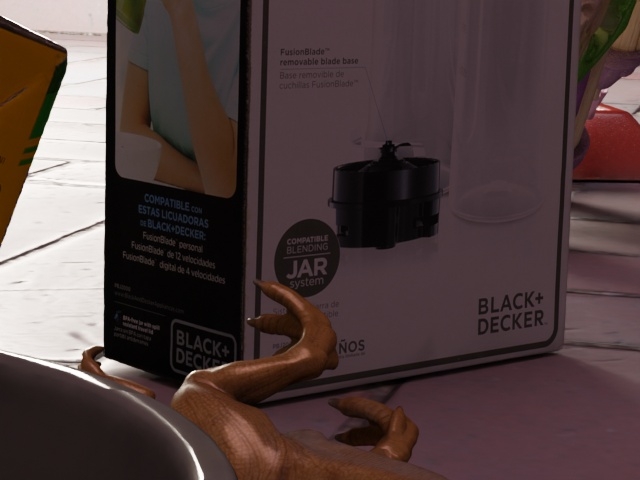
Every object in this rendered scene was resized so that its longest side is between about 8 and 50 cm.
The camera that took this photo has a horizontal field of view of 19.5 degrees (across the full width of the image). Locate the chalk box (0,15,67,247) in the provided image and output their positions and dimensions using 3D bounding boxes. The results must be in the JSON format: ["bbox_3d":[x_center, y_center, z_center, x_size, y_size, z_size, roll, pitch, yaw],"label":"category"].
[{"bbox_3d":[-0.201,-0.039,0.674,0.132,0.132,0.213,21,-2,-27],"label":"chalk box"}]

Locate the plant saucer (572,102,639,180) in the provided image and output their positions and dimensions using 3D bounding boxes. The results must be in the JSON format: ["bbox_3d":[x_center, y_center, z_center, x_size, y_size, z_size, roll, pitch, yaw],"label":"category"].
[{"bbox_3d":[0.097,-0.083,1.353,0.258,0.048,0.259,1,9,-8],"label":"plant saucer"}]

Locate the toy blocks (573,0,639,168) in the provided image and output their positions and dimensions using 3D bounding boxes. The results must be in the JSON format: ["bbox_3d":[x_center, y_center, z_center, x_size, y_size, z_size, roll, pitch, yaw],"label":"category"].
[{"bbox_3d":[0.153,-0.098,1.067,0.309,0.260,0.288,29,48,16],"label":"toy blocks"}]

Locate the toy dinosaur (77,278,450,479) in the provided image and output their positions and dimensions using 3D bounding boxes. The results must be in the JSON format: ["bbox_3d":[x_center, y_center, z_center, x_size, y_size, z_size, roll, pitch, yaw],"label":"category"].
[{"bbox_3d":[-0.013,0.061,0.479,0.211,0.064,0.112,-3,23,35],"label":"toy dinosaur"}]

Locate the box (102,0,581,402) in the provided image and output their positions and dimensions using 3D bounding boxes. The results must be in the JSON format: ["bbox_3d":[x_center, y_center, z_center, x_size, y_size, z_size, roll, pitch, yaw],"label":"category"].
[{"bbox_3d":[0.012,-0.098,0.687,0.169,0.290,0.087,-7,13,-40],"label":"box"}]

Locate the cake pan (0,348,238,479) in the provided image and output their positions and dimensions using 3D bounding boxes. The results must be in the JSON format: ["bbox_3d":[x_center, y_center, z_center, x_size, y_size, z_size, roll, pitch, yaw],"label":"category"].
[{"bbox_3d":[-0.162,0.070,0.360,0.293,0.054,0.293,2,10,0],"label":"cake pan"}]
